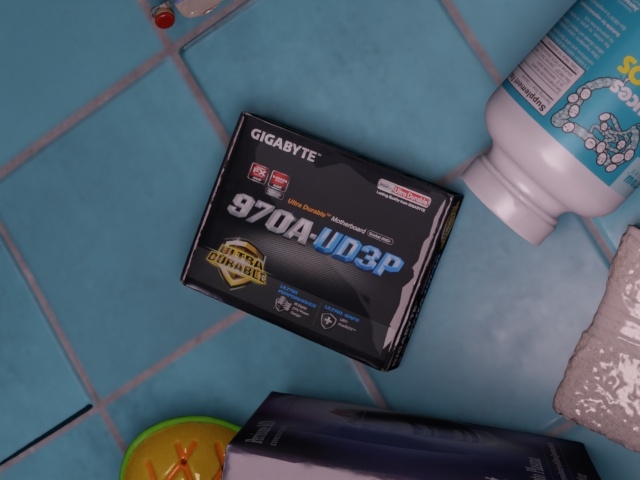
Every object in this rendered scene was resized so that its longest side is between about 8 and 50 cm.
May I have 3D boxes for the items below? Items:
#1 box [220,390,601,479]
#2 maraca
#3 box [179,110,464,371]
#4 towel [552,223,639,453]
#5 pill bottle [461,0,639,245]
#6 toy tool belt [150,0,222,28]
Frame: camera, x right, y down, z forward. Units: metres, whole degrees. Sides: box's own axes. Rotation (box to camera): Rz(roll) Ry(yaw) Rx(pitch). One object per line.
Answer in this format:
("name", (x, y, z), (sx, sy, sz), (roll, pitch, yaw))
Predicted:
("box", (0.070, 0.245, 1.235), (0.294, 0.296, 0.183), (8, 93, 4))
("maraca", (-0.095, 0.227, 1.423), (0.185, 0.099, 0.127), (9, 102, -8))
("box", (0.000, 0.000, 1.412), (0.220, 0.051, 0.175), (23, 97, 16))
("towel", (0.356, 0.124, 1.303), (0.282, 0.049, 0.187), (24, 97, 16))
("pill bottle", (0.240, -0.121, 1.287), (0.146, 0.146, 0.264), (44, 103, 12))
("toy tool belt", (-0.125, -0.240, 1.457), (0.083, 0.052, 0.051), (-28, 51, 12))
